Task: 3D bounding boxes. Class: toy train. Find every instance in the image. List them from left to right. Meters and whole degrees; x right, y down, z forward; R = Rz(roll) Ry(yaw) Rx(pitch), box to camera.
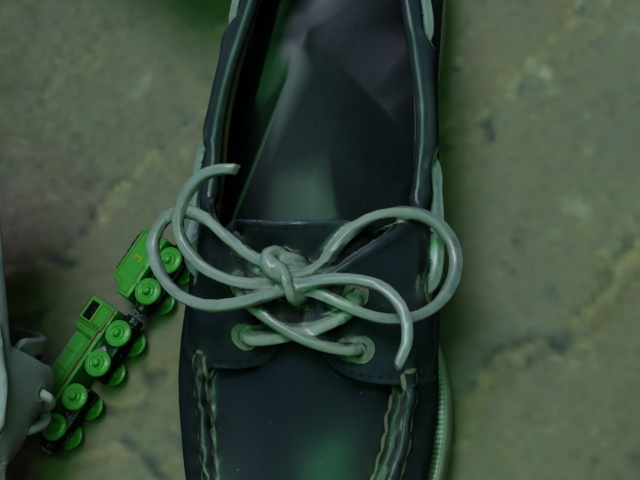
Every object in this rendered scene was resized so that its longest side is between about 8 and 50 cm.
[{"bbox_3d":[-0.072,0.033,0.602,0.024,0.017,0.083,32,83,27],"label":"toy train"}]

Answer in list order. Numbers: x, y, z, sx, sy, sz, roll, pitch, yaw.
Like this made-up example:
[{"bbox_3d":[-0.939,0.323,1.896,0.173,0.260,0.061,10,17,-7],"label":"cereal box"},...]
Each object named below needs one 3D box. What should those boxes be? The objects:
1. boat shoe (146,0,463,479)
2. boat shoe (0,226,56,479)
[{"bbox_3d":[0.000,0.000,0.563,0.095,0.079,0.254,7,77,13],"label":"boat shoe"},{"bbox_3d":[-0.114,0.041,0.564,0.063,0.066,0.184,-17,103,-29],"label":"boat shoe"}]
